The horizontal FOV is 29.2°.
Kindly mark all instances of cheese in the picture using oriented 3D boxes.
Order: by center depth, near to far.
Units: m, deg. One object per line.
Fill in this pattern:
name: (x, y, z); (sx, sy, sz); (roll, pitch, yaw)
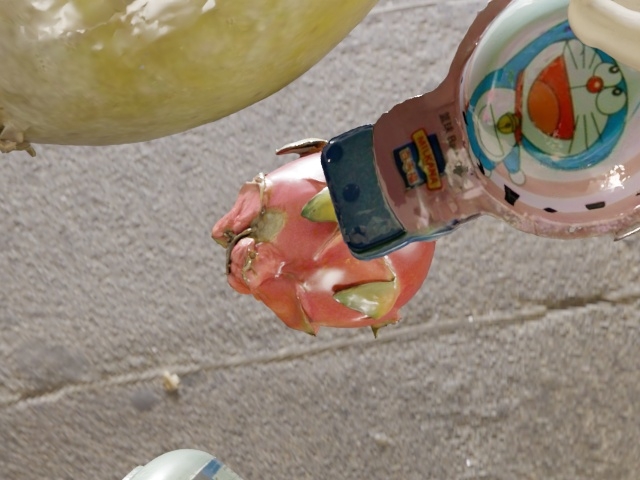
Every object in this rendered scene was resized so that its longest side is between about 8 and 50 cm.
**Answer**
cheese: (0.131, -0.076, 0.796); (0.286, 0.074, 0.188); (-22, 72, 22)

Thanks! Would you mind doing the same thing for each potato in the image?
potato: (-0.130, -0.242, 0.736); (0.442, 0.385, 0.319); (-34, 16, 24)

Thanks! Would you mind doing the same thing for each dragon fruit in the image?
dragon fruit: (0.005, -0.001, 1.329); (0.224, 0.227, 0.224); (-35, 43, 40)

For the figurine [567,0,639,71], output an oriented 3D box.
figurine: (0.166, -0.040, 0.369); (0.187, 0.083, 0.083); (22, 67, 22)

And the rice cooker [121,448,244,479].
rice cooker: (-0.084, 0.325, 0.919); (0.277, 0.288, 0.288); (36, 72, 7)
